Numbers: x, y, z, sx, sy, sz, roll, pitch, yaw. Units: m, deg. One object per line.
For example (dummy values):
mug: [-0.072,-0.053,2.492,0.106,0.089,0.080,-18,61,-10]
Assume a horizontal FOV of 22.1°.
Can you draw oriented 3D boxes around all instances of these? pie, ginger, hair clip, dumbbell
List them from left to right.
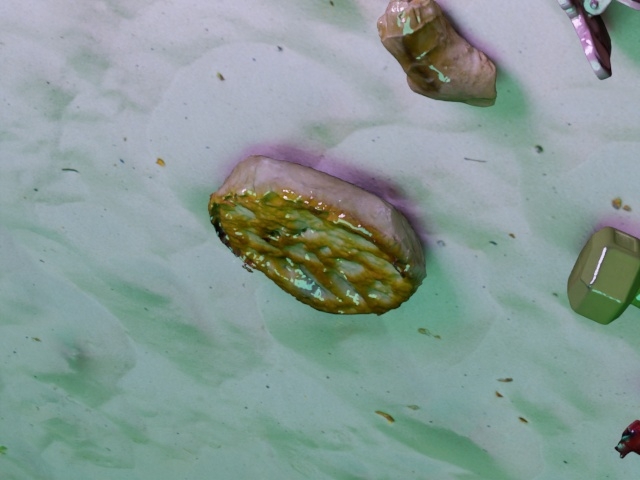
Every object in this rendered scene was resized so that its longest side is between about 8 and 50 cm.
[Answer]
pie: [0.000,0.000,2.240,0.315,0.092,0.315,19,150,11]
ginger: [0.134,-0.216,1.888,0.095,0.069,0.190,-9,134,45]
hair clip: [0.275,-0.247,1.738,0.138,0.123,0.102,24,117,-9]
dumbbell: [0.462,0.092,2.067,0.302,0.121,0.108,26,116,-1]

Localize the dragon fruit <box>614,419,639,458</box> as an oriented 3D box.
dragon fruit: [0.613,0.270,2.217,0.343,0.100,0.282,29,144,-14]
